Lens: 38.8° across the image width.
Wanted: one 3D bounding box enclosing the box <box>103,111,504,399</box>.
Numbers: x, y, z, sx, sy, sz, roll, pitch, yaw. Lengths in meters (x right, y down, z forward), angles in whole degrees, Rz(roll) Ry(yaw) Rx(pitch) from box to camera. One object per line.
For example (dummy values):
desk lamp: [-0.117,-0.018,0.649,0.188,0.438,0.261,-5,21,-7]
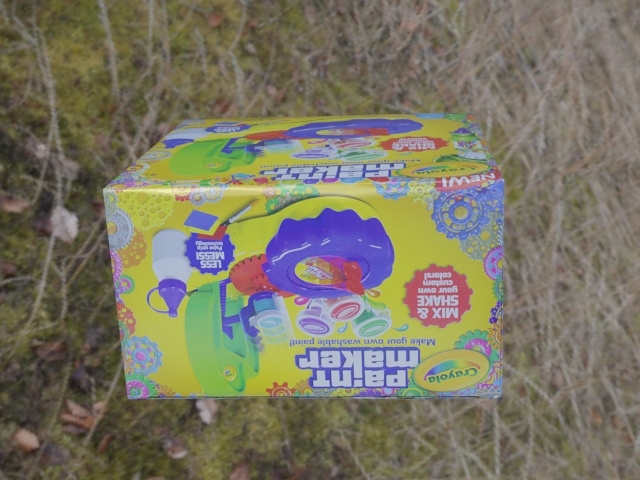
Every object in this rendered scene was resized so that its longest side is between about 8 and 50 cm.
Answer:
box: [0.000,0.000,0.793,0.279,0.290,0.176,-78,166,-71]
